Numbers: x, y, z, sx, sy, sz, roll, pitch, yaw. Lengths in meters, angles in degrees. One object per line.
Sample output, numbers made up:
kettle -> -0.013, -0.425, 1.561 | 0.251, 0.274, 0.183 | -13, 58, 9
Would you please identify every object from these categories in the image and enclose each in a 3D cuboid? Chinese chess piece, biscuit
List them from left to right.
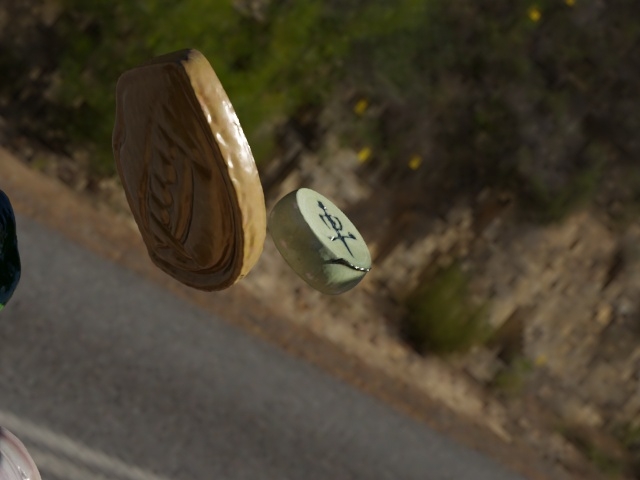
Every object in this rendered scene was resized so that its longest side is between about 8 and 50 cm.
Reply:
biscuit -> -0.089, -0.038, 1.178 | 0.142, 0.029, 0.220 | 48, -29, 17
Chinese chess piece -> 0.000, 0.000, 1.314 | 0.084, 0.034, 0.084 | 41, 21, -20

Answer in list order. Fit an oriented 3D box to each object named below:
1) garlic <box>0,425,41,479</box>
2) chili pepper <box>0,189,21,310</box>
garlic -> -0.352, 0.268, 1.519 | 0.207, 0.256, 0.207 | 16, 12, -3
chili pepper -> -0.251, -0.006, 1.106 | 0.270, 0.099, 0.136 | 63, 16, -78
